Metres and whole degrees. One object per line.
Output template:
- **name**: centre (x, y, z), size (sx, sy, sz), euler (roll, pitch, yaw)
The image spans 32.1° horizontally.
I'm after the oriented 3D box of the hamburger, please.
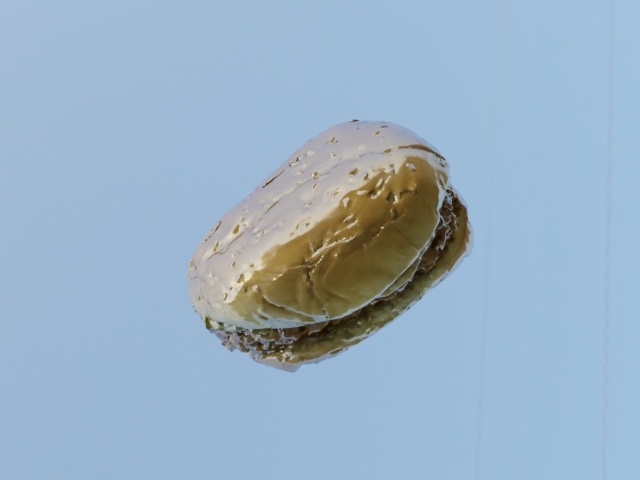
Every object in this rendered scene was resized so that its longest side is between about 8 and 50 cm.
- **hamburger**: centre (0.001, 0.000, 1.089), size (0.283, 0.259, 0.144), euler (-43, -59, -5)
